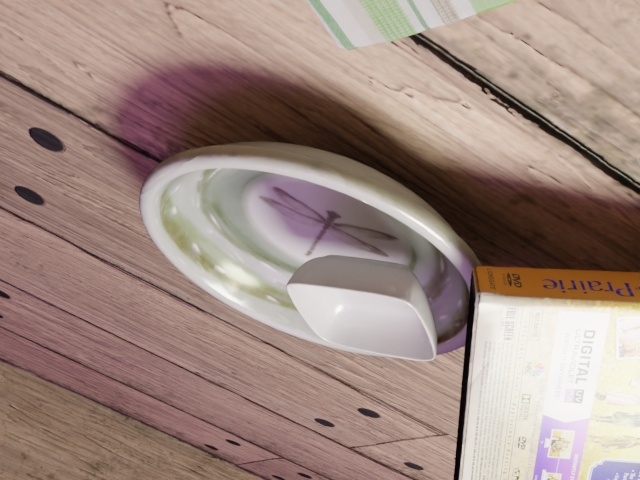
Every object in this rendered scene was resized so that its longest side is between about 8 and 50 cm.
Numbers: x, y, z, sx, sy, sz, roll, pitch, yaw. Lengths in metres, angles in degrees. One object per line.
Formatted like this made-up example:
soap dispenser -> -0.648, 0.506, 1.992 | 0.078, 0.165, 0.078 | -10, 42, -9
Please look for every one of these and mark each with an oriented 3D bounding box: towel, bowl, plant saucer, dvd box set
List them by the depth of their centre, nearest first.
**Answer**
towel -> 0.052, -0.198, 0.531 | 0.152, 0.023, 0.113 | -6, 144, 37
dvd box set -> 0.346, 0.172, 0.698 | 0.420, 0.062, 0.307 | 1, 119, 7
bowl -> 0.048, 0.064, 0.741 | 0.142, 0.053, 0.142 | 6, 148, 24
plant saucer -> 0.000, 0.000, 0.824 | 0.401, 0.100, 0.400 | 16, 151, 9
